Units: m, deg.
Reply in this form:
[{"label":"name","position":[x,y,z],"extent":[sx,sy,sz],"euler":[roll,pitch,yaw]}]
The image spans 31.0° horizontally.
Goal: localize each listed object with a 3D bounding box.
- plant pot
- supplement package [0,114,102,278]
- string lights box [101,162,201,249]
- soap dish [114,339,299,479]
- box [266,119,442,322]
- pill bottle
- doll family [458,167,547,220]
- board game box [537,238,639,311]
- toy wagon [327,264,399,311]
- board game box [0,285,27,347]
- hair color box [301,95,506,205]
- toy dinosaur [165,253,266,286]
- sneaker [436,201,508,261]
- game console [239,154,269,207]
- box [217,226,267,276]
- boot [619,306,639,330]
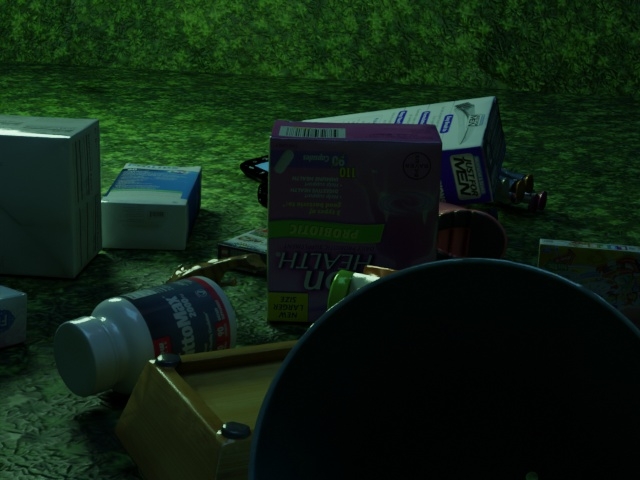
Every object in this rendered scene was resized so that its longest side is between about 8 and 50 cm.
[{"label":"plant pot","position":[0.114,0.182,0.823],"extent":[0.290,0.290,0.195],"euler":[7,-20,16]},{"label":"supplement package","position":[-0.457,-0.068,1.645],"extent":[0.261,0.204,0.145],"euler":[3,17,6]},{"label":"string lights box","position":[-0.268,-0.059,1.859],"extent":[0.133,0.077,0.260],"euler":[2,16,0]},{"label":"soap dish","position":[-0.012,0.172,1.034],"extent":[0.290,0.118,0.229],"euler":[-5,18,-26]},{"label":"box","position":[0.040,-0.024,1.479],"extent":[0.213,0.243,0.117],"euler":[2,17,1]},{"label":"pill bottle","position":[-0.190,0.108,1.251],"extent":[0.180,0.108,0.108],"euler":[-15,23,-43]},{"label":"doll family","position":[0.269,-0.101,1.985],"extent":[0.163,0.119,0.263],"euler":[15,21,37]},{"label":"board game box","position":[0.357,0.056,1.490],"extent":[0.154,0.104,0.026],"euler":[4,17,10]},{"label":"toy wagon","position":[0.145,0.083,1.256],"extent":[0.267,0.068,0.344],"euler":[13,-4,13]},{"label":"board game box","position":[-0.565,0.082,1.330],"extent":[0.318,0.066,0.318],"euler":[14,16,35]},{"label":"hair color box","position":[0.115,-0.130,1.850],"extent":[0.338,0.110,0.185],"euler":[-6,29,20]},{"label":"toy dinosaur","position":[-0.176,0.055,1.474],"extent":[0.211,0.064,0.112],"euler":[-25,-7,-9]},{"label":"sneaker","position":[0.128,-0.012,1.739],"extent":[0.313,0.116,0.136],"euler":[12,7,13]},{"label":"game console","position":[-0.043,-0.108,2.109],"extent":[0.213,0.044,0.361],"euler":[-8,18,-30]},{"label":"box","position":[-0.033,0.026,1.668],"extent":[0.206,0.036,0.114],"euler":[12,19,30]},{"label":"boot","position":[0.434,0.125,1.288],"extent":[0.248,0.090,0.207],"euler":[6,19,25]}]
